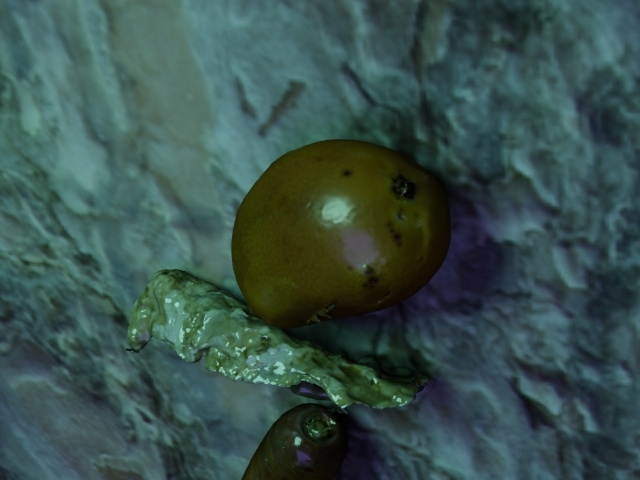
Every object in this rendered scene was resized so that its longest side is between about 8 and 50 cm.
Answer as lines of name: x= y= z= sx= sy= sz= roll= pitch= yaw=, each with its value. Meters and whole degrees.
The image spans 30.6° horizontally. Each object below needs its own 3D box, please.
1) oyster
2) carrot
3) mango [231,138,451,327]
oyster: x=-0.023 y=0.067 z=0.739 sx=0.199 sy=0.106 sz=0.061 roll=15 pitch=87 yaw=-6
carrot: x=-0.042 y=0.193 z=0.847 sx=0.059 sy=0.059 sz=0.248 roll=31 pitch=134 yaw=0
mango: x=-0.001 y=0.001 z=0.670 sx=0.159 sy=0.084 sz=0.105 roll=-30 pitch=103 yaw=36
